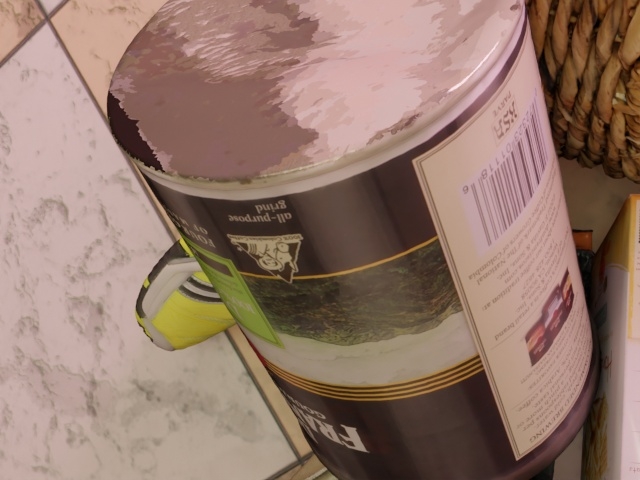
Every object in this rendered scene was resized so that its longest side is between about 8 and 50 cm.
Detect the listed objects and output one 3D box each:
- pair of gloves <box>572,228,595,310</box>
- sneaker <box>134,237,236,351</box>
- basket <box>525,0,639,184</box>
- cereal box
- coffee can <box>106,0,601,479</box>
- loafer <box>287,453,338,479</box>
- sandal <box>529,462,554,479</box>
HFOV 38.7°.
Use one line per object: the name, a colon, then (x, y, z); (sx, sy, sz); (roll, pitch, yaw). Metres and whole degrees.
pair of gloves: (0.176, 0.028, 0.714); (0.083, 0.010, 0.074); (-3, 90, 22)
sneaker: (0.000, 0.000, 0.725); (0.385, 0.145, 0.147); (-37, 96, 30)
basket: (0.234, -0.146, 0.498); (0.223, 0.299, 0.213); (21, 69, 22)
cereal box: (0.198, 0.109, 0.581); (0.047, 0.173, 0.240); (5, 75, 10)
coffee can: (0.036, -0.008, 0.508); (0.202, 0.275, 0.201); (-13, 43, 13)
loafer: (0.054, 0.154, 0.733); (0.269, 0.102, 0.092); (-32, 78, 13)
sandal: (0.079, 0.200, 0.557); (0.168, 0.107, 0.445); (0, 61, 8)
